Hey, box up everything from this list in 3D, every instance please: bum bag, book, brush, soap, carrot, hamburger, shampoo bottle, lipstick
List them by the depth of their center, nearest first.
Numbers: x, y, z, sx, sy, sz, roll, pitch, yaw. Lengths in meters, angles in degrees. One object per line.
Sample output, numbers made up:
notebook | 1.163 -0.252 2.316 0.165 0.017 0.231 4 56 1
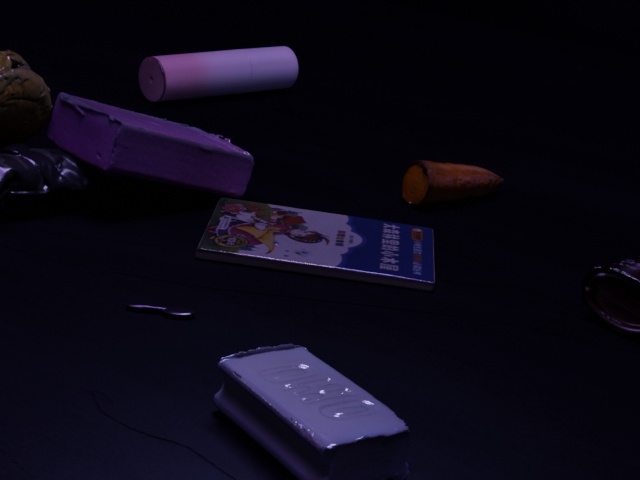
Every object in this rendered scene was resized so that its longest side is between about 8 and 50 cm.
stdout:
soap | -0.009 0.174 1.268 0.114 0.063 0.198 -7 25 -36
brush | -0.190 0.083 1.524 0.083 0.008 0.024 6 22 -1
shampoo bottle | 0.494 0.055 1.723 0.323 0.084 0.129 -12 30 -43
bum bag | -0.441 -0.080 1.755 0.144 0.095 0.340 17 20 38
book | 0.000 0.000 1.792 0.322 0.018 0.228 7 21 1
hamburger | -0.520 -0.171 1.793 0.265 0.134 0.285 -15 3 23
soap | -0.249 -0.137 1.883 0.259 0.081 0.181 10 12 -46
carrot | 0.221 -0.093 2.053 0.205 0.072 0.072 -3 22 -40
lipstick | -0.192 -0.324 2.476 0.327 0.087 0.087 -12 28 -40
